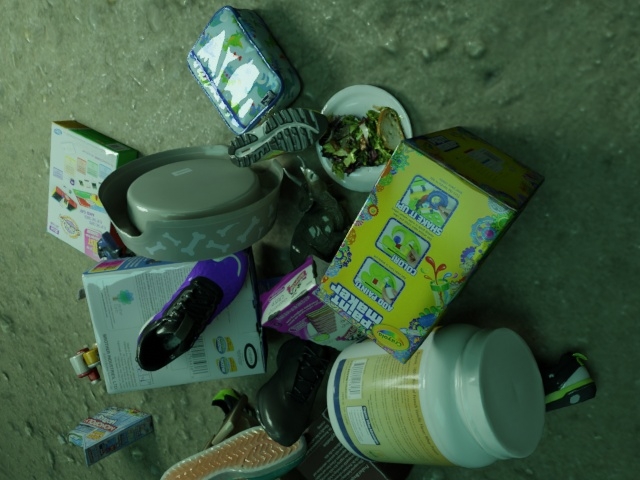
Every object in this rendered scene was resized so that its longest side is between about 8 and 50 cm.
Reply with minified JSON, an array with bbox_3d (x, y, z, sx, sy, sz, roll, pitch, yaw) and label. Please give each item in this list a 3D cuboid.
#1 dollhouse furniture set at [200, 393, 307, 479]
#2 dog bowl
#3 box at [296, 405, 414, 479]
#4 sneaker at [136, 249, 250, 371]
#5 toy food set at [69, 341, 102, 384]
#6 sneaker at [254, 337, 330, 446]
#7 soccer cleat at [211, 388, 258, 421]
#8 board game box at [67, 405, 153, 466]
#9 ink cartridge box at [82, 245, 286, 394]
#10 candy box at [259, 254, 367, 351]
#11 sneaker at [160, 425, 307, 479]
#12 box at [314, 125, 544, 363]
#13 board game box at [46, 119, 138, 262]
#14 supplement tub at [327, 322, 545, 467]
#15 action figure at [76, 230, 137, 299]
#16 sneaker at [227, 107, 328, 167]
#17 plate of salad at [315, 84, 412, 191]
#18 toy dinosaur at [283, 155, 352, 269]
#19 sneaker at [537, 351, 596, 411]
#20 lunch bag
[{"bbox_3d":[-0.135,0.597,1.252,0.362,0.256,0.394,37,103,0],"label":"dollhouse furniture set"},{"bbox_3d":[-0.242,-0.079,1.043,0.349,0.349,0.102,15,124,25],"label":"dog bowl"},{"bbox_3d":[0.073,0.430,1.105,0.203,0.167,0.168,43,121,12],"label":"box"},{"bbox_3d":[-0.237,0.134,0.991,0.102,0.146,0.293,40,97,-12],"label":"sneaker"},{"bbox_3d":[-0.567,0.319,1.395,0.111,0.232,0.104,-23,94,-5],"label":"toy food set"},{"bbox_3d":[-0.043,0.270,1.058,0.109,0.286,0.130,35,122,-14],"label":"sneaker"},{"bbox_3d":[-0.194,0.441,1.314,0.179,0.072,0.060,37,119,15],"label":"soccer cleat"},{"bbox_3d":[-0.619,0.547,1.514,0.194,0.194,0.060,6,107,28],"label":"board game box"},{"bbox_3d":[-0.263,0.156,1.142,0.396,0.151,0.269,-7,103,-2],"label":"ink cartridge box"},{"bbox_3d":[0.024,0.131,1.016,0.159,0.233,0.071,-40,43,33],"label":"candy box"},{"bbox_3d":[-0.158,0.465,1.056,0.302,0.108,0.121,-21,120,4],"label":"sneaker"},{"bbox_3d":[0.180,-0.009,0.843,0.177,0.290,0.279,36,118,16],"label":"box"},{"bbox_3d":[-0.600,-0.122,1.383,0.242,0.064,0.316,26,116,21],"label":"board game box"},{"bbox_3d":[0.190,0.266,0.917,0.316,0.228,0.228,-20,94,45],"label":"supplement tub"},{"bbox_3d":[-0.429,0.110,1.299,0.330,0.178,0.341,-15,112,26],"label":"action figure"},{"bbox_3d":[-0.076,-0.205,1.034,0.209,0.094,0.081,-13,101,24],"label":"sneaker"},{"bbox_3d":[0.073,-0.187,0.994,0.200,0.048,0.199,9,109,27],"label":"plate of salad"},{"bbox_3d":[0.000,0.000,1.071,0.160,0.121,0.313,32,124,31],"label":"toy dinosaur"},{"bbox_3d":[0.372,0.263,0.956,0.235,0.084,0.097,-31,64,31],"label":"sneaker"},{"bbox_3d":[-0.156,-0.330,1.059,0.176,0.090,0.219,-36,85,35],"label":"lunch bag"}]
